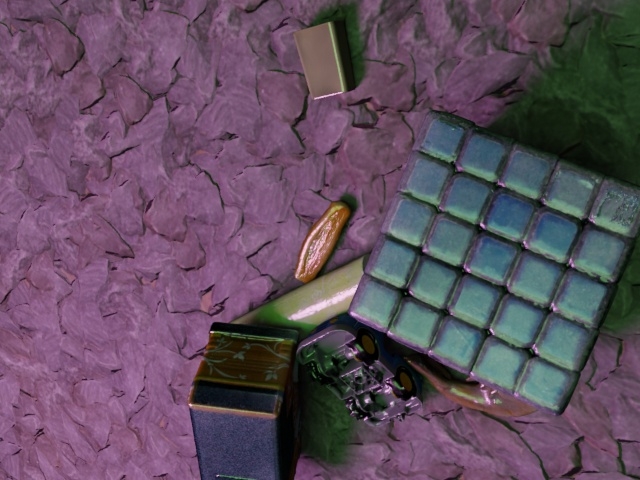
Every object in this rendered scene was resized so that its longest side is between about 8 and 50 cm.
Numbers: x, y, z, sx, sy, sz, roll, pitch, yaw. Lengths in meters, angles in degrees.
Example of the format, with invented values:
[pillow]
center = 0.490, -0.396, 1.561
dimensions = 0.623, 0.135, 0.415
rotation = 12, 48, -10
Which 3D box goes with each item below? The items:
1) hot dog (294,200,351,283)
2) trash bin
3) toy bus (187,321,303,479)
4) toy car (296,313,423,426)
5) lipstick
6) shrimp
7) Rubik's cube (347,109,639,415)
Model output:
[hot dog]
center = 0.000, 0.000, 1.040
dimensions = 0.044, 0.028, 0.137
rotation = 22, 118, -8
[trash bin]
center = 0.008, -0.236, 0.961
dimensions = 0.061, 0.043, 0.092
rotation = -8, 102, 27
[toy bus]
center = -0.100, 0.267, 1.048
dimensions = 0.139, 0.167, 0.275
rotation = 5, 129, 6
[toy car]
center = 0.061, 0.171, 1.021
dimensions = 0.097, 0.100, 0.191
rotation = -32, 116, 29
[lipstick]
center = -0.038, 0.111, 1.065
dimensions = 0.304, 0.076, 0.076
rotation = -27, 92, 30
[shrimp]
center = 0.183, 0.158, 0.981
dimensions = 0.254, 0.059, 0.145
rotation = 20, 132, 11
[Rubik's cube]
center = 0.197, 0.023, 0.804
dimensions = 0.237, 0.238, 0.237
rotation = 22, 93, 16
